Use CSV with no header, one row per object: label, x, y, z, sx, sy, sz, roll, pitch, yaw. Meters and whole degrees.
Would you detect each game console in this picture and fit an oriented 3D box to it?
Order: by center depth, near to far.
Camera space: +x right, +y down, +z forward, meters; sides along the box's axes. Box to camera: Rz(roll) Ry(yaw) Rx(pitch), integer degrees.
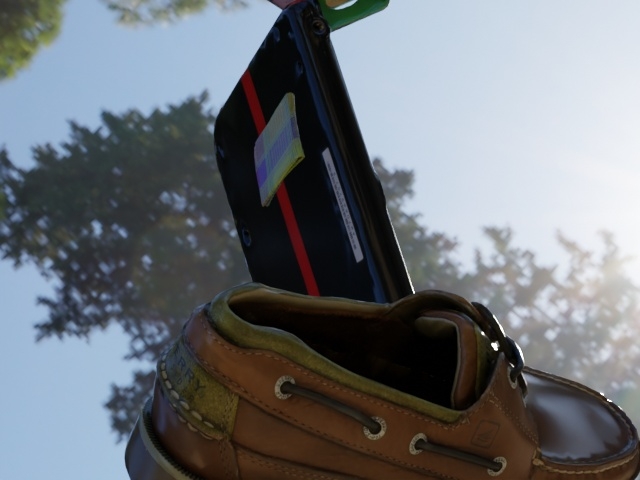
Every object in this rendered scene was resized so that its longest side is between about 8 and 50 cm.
game console,0.000,0.000,1.253,0.060,0.387,0.342,-14,-11,-22

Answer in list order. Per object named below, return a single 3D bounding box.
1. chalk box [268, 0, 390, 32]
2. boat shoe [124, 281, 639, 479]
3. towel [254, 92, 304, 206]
chalk box,0.000,-0.346,1.313,0.180,0.289,0.179,-20,-13,20
boat shoe,0.061,0.086,0.634,0.307,0.111,0.104,6,-61,-38
towel,-0.032,-0.070,0.985,0.009,0.083,0.060,21,-56,-24
